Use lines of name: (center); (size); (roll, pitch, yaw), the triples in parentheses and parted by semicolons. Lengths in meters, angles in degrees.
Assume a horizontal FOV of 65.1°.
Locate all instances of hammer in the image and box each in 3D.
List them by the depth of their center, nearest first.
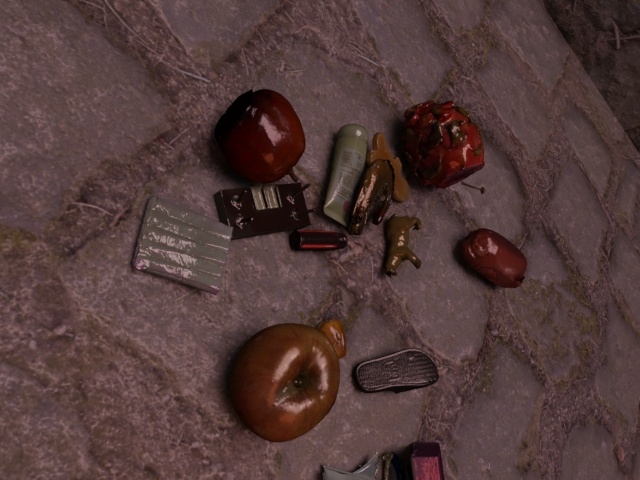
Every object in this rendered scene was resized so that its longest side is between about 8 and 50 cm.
hammer: (0.567, -0.199, 1.859); (0.123, 0.014, 0.029); (12, 61, -31)

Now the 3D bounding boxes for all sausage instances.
sausage: (0.596, 0.061, 1.719); (0.280, 0.152, 0.152); (30, 61, -26)

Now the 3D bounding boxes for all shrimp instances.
shrimp: (0.155, -0.116, 1.447); (0.173, 0.058, 0.253); (33, 74, -52)

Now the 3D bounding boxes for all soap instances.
soap: (0.290, 0.673, 1.306); (0.181, 0.081, 0.259); (42, 42, -73)

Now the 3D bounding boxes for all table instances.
table: (-0.124, -0.084, 1.253); (0.240, 0.111, 0.121); (-11, 84, -37)

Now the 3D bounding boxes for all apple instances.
apple: (-0.080, 0.309, 1.120); (0.261, 0.194, 0.260); (10, 72, -32)

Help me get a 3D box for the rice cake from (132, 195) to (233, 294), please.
rice cake: (-0.303, 0.012, 1.116); (0.198, 0.037, 0.189); (15, 66, -17)

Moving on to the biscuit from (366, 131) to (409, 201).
biscuit: (0.212, -0.209, 1.556); (0.234, 0.030, 0.153); (48, 51, -36)

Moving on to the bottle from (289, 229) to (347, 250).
bottle: (0.000, 0.000, 1.353); (0.164, 0.060, 0.060); (1, 76, -37)

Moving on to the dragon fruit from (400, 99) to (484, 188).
dragon fruit: (0.393, -0.326, 1.630); (0.269, 0.250, 0.291); (-11, 69, -43)

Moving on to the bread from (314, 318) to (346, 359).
bread: (0.033, 0.258, 1.308); (0.072, 0.053, 0.105); (-7, 87, -34)

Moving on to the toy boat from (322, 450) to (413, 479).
toy boat: (0.131, 0.617, 1.270); (0.291, 0.070, 0.210); (46, 51, -12)

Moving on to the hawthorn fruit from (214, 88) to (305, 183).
hawthorn fruit: (-0.132, -0.244, 1.237); (0.249, 0.215, 0.215); (48, 54, -10)

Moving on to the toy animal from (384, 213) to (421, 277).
toy animal: (0.239, 0.014, 1.517); (0.101, 0.103, 0.218); (7, 74, -15)

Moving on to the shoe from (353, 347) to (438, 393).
shoe: (0.201, 0.368, 1.387); (0.241, 0.093, 0.108); (-5, 62, -16)

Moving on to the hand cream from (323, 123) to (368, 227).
hand cream: (0.079, -0.191, 1.447); (0.147, 0.093, 0.305); (30, 61, -44)
